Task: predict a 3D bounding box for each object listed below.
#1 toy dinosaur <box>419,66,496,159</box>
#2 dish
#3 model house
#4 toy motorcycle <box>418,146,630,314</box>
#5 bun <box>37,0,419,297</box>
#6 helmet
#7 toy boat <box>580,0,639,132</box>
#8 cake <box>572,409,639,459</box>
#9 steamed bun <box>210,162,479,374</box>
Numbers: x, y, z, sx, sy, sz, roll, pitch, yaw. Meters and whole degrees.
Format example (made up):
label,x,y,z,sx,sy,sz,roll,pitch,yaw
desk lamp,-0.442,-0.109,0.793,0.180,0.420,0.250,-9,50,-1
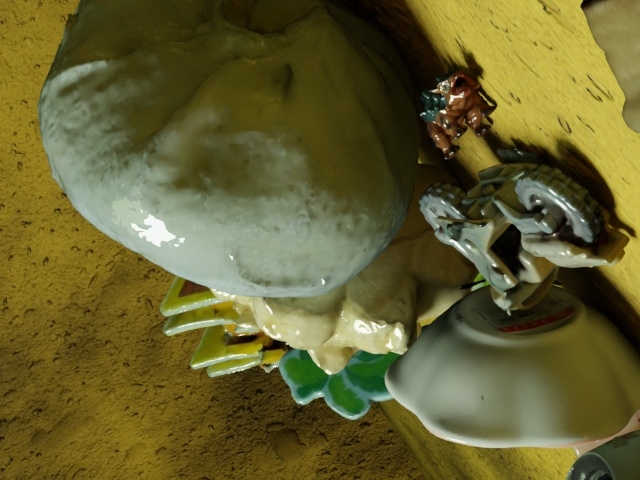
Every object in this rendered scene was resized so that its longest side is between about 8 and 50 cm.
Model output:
label,x,y,z,sx,sy,sz,roll,pitch,yaw
toy dinosaur,0.103,-0.100,1.250,0.055,0.049,0.154,49,168,9
dish,0.167,0.086,1.308,0.229,0.229,0.081,-138,40,-58
model house,0.011,0.071,1.686,0.358,0.313,0.242,46,173,38
toy motorcycle,0.165,-0.003,1.218,0.130,0.094,0.229,49,161,-13
bun,-0.061,-0.110,1.313,0.354,0.354,0.194,49,132,28
helmet,0.306,0.227,1.335,0.177,0.107,0.153,50,168,-9
toy boat,0.164,-0.095,0.605,0.061,0.116,0.188,58,170,-6
cake,0.249,0.169,1.517,0.225,0.090,0.109,49,176,35
steamed bun,0.000,0.000,1.477,0.137,0.295,0.292,105,175,-46
